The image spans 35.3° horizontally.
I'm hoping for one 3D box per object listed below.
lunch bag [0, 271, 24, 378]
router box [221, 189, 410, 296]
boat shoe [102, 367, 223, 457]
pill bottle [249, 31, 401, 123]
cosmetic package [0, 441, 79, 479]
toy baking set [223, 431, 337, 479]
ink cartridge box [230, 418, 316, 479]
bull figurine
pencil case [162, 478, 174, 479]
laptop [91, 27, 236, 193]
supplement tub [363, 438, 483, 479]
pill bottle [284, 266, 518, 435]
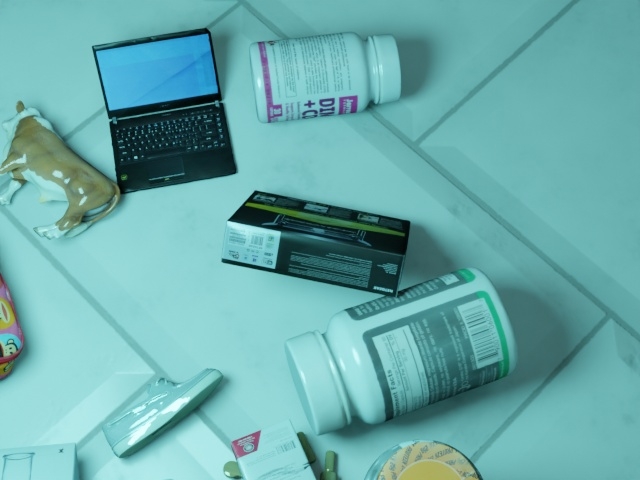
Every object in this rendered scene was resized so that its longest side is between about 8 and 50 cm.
[{"bbox_3d":[-0.676,0.120,1.742,0.258,0.120,0.293,-8,61,-38],"label":"lunch bag"},{"bbox_3d":[0.000,0.000,1.793,0.309,0.243,0.081,12,106,5],"label":"router box"},{"bbox_3d":[-0.277,0.281,1.746,0.227,0.079,0.081,-36,75,-12],"label":"boat shoe"},{"bbox_3d":[0.008,-0.324,1.980,0.283,0.160,0.160,-8,66,-4],"label":"pill bottle"},{"bbox_3d":[-0.570,0.447,1.554,0.377,0.097,0.284,-4,24,-11],"label":"cosmetic package"},{"bbox_3d":[-0.069,0.445,1.693,0.197,0.030,0.256,0,56,1],"label":"toy baking set"},{"bbox_3d":[-0.072,0.390,1.672,0.109,0.063,0.150,-19,58,-12],"label":"ink cartridge box"},{"bbox_3d":[-0.531,-0.129,1.921,0.310,0.101,0.188,35,74,17],"label":"bull figurine"},{"bbox_3d":[-0.221,0.521,1.620,0.124,0.113,0.273,-30,69,-19],"label":"pencil case"},{"bbox_3d":[-0.303,-0.252,1.957,0.234,0.136,0.264,-10,66,-5],"label":"laptop"},{"bbox_3d":[0.153,0.421,1.557,0.194,0.316,0.193,0,65,-1],"label":"supplement tub"},{"bbox_3d":[0.134,0.192,1.722,0.361,0.204,0.204,-18,67,-8],"label":"pill bottle"}]
